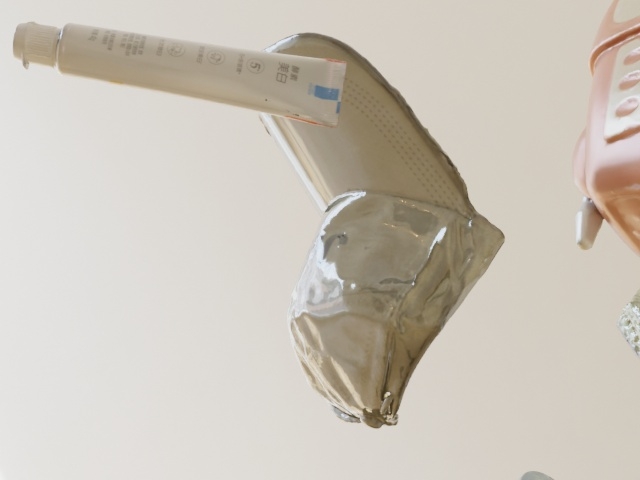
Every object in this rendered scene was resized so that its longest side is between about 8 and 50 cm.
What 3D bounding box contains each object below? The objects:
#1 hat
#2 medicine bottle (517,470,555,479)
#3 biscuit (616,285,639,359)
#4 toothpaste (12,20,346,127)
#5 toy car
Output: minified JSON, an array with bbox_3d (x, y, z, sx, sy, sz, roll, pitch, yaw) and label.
[{"bbox_3d":[0.000,0.000,0.764,0.245,0.149,0.214,43,-25,1],"label":"hat"},{"bbox_3d":[0.110,0.245,0.805,0.051,0.191,0.051,26,31,-17],"label":"medicine bottle"},{"bbox_3d":[0.420,0.129,1.109,0.252,0.052,0.150,31,31,20],"label":"biscuit"},{"bbox_3d":[-0.081,-0.100,0.638,0.190,0.048,0.031,9,-29,-2],"label":"toothpaste"},{"bbox_3d":[0.279,-0.100,0.754,0.212,0.270,0.180,-11,-43,42],"label":"toy car"}]
